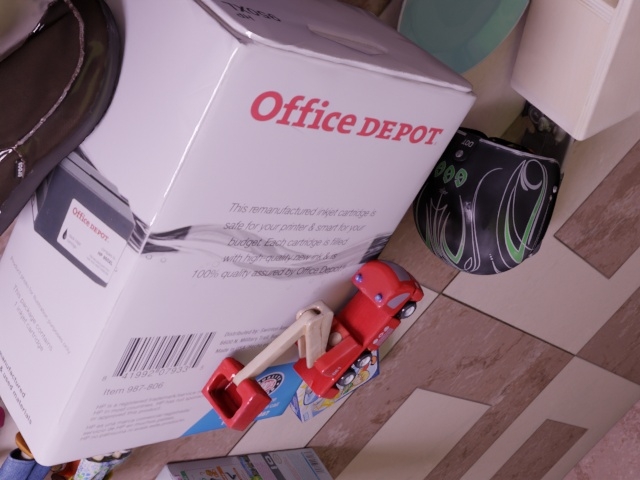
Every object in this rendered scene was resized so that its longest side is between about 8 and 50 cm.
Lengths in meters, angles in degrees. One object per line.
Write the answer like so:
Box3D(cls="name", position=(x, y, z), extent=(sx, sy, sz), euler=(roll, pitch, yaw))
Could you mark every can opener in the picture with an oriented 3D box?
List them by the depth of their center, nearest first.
Box3D(cls="can opener", position=(0.302, -0.097, 1.173), extent=(0.095, 0.076, 0.283), euler=(-26, 144, -23))

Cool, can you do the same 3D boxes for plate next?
Box3D(cls="plate", position=(0.144, -0.245, 0.893), extent=(0.188, 0.024, 0.188), euler=(-27, 144, -22))

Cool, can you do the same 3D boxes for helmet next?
Box3D(cls="helmet", position=(0.189, -0.040, 1.044), extent=(0.169, 0.169, 0.161), euler=(3, 109, -48))

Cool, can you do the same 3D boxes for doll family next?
Box3D(cls="doll family", position=(-0.296, 0.259, 0.910), extent=(0.263, 0.118, 0.163), euler=(9, 121, -50))

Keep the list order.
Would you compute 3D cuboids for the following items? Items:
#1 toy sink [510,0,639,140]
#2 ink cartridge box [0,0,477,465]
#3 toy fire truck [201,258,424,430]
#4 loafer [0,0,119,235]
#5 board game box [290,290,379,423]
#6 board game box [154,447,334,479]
Box3D(cls="toy sink", position=(0.320, -0.255, 0.968), extent=(0.153, 0.131, 0.234), euler=(-27, 146, -23))
Box3D(cls="ink cartridge box", position=(-0.087, -0.020, 0.771), extent=(0.285, 0.166, 0.395), euler=(0, 128, -49))
Box3D(cls="toy fire truck", position=(-0.002, 0.089, 0.791), extent=(0.192, 0.047, 0.135), euler=(-49, 149, 7))
Box3D(cls="loafer", position=(-0.224, -0.086, 0.637), extent=(0.220, 0.080, 0.078), euler=(-53, 146, 15))
Box3D(cls="board game box", position=(0.014, 0.150, 1.185), extent=(0.136, 0.035, 0.201), euler=(-31, 145, -18))
Box3D(cls="board game box", position=(-0.072, 0.409, 1.214), extent=(0.303, 0.224, 0.097), euler=(12, 121, -51))
